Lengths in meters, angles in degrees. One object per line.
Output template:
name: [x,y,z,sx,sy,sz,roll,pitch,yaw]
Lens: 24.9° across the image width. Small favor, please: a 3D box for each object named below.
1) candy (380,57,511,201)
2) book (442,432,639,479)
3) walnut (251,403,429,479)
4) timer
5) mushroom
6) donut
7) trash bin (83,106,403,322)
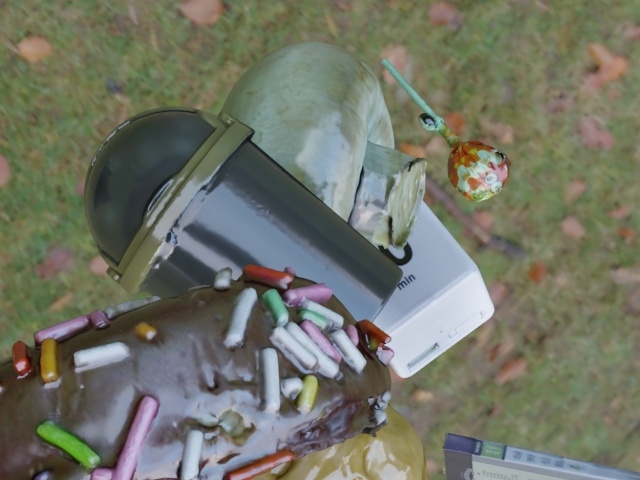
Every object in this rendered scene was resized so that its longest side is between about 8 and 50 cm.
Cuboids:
candy: [0.171,-0.170,2.079,0.084,0.288,0.078,-44,150,14]
book: [0.238,0.245,1.456,0.157,0.231,0.026,79,24,-62]
walnut: [-0.017,0.213,1.172,0.222,0.195,0.195,-53,144,-36]
timer: [0.136,0.069,2.303,0.192,0.195,0.194,-36,152,-2]
mushroom: [-0.009,-0.074,1.817,0.352,0.260,0.352,15,90,-77]
donut: [-0.103,0.108,0.885,0.345,0.136,0.259,-18,170,-41]
trash bin: [-0.097,0.001,1.507,0.334,0.214,0.214,40,90,0]
